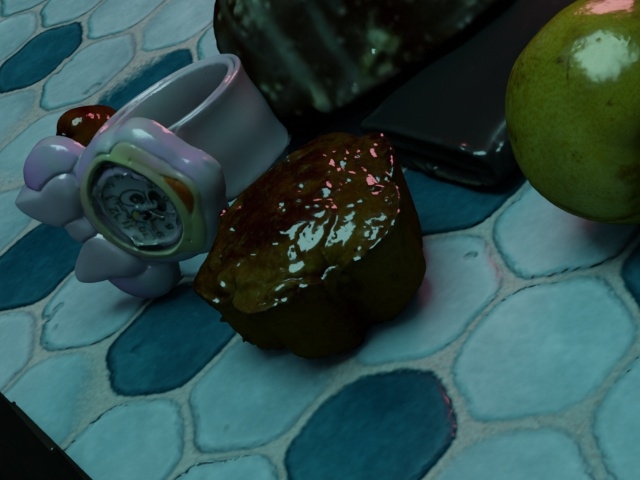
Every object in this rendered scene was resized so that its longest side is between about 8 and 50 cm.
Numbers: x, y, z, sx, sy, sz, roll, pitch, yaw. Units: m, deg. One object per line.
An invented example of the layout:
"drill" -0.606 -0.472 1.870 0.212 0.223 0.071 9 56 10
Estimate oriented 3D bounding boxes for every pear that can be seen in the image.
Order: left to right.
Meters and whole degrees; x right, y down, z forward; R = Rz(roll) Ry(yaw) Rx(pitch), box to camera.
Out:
"pear" 0.260 -0.118 1.390 0.209 0.209 0.209 -24 31 16

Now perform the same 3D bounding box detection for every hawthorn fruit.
"hawthorn fruit" -0.287 -0.136 2.059 0.093 0.081 0.081 -17 18 -35

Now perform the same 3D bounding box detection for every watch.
"watch" -0.158 -0.079 1.714 0.248 0.211 0.217 -17 27 39

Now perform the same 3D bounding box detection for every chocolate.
"chocolate" 0.023 -0.279 1.773 0.340 0.210 0.225 -32 20 20

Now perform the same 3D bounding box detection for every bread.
"bread" -0.011 0.002 1.529 0.232 0.135 0.246 -29 31 8

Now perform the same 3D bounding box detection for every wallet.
"wallet" 0.243 -0.216 1.681 0.406 0.062 0.228 -43 31 -17

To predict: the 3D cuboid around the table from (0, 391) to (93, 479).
"table" -0.394 0.169 1.505 0.196 0.282 0.250 -41 31 -12
